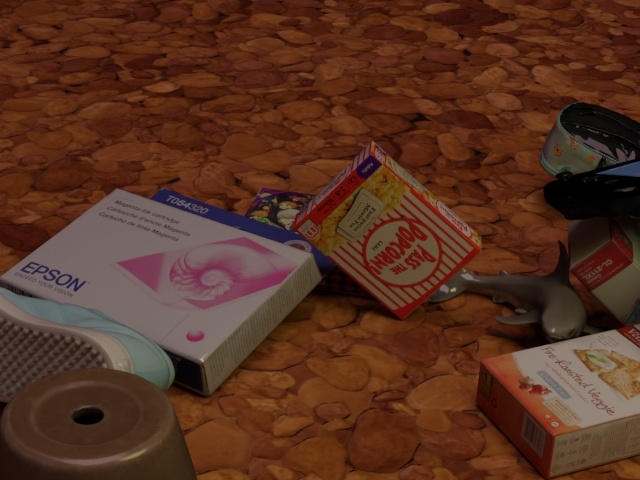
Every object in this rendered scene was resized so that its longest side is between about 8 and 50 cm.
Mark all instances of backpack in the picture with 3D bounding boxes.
[{"bbox_3d":[0.427,-0.119,1.999,0.188,0.144,0.166,35,38,9],"label":"backpack"}]

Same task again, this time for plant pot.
[{"bbox_3d":[-0.201,0.246,1.181,0.263,0.229,0.263,3,27,-2],"label":"plant pot"}]

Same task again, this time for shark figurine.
[{"bbox_3d":[0.271,0.050,1.702,0.166,0.116,0.278,0,14,-33],"label":"shark figurine"}]

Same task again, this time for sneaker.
[{"bbox_3d":[-0.327,0.127,1.532,0.366,0.135,0.150,20,7,32],"label":"sneaker"}]

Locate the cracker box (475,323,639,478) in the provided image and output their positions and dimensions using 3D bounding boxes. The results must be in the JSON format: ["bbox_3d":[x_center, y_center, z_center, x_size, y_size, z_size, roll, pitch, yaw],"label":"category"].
[{"bbox_3d":[0.318,0.180,1.524,0.232,0.067,0.155,-10,31,-23],"label":"cracker box"}]

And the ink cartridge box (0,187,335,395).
[{"bbox_3d":[-0.182,0.031,1.703,0.324,0.071,0.330,18,42,27],"label":"ink cartridge box"}]

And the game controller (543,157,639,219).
[{"bbox_3d":[0.439,-0.087,1.632,0.319,0.067,0.166,-15,2,-21],"label":"game controller"}]

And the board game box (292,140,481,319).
[{"bbox_3d":[0.085,-0.011,1.680,0.193,0.147,0.045,39,24,-15],"label":"board game box"}]

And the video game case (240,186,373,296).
[{"bbox_3d":[0.000,0.000,1.854,0.232,0.041,0.210,8,29,11],"label":"video game case"}]

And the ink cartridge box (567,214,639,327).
[{"bbox_3d":[0.396,0.048,1.675,0.175,0.072,0.127,45,25,-14],"label":"ink cartridge box"}]
